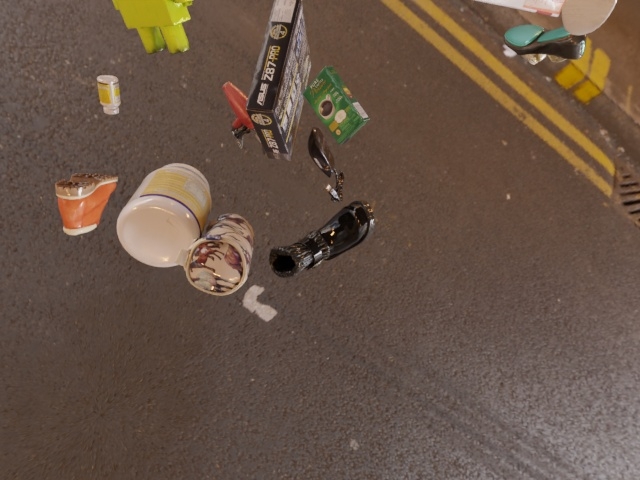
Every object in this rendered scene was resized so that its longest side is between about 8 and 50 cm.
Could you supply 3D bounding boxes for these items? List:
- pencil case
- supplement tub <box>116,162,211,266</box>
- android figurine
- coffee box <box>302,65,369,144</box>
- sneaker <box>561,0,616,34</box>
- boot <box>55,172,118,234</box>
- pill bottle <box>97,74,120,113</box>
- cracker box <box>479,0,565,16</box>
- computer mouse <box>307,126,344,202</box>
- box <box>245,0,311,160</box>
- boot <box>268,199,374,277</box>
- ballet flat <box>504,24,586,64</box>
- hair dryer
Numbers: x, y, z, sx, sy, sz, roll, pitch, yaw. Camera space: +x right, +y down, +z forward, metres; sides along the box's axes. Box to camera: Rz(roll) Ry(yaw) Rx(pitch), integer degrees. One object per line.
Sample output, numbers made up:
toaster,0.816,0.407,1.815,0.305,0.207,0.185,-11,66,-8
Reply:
pencil case,-0.295,0.023,1.297,0.183,0.410,0.160,32,97,-12
supplement tub,-0.489,-0.095,1.401,0.241,0.241,0.331,24,28,-17
android figurine,-0.331,-0.489,0.791,0.056,0.248,0.273,-42,133,-34
coffee box,0.042,-0.372,1.190,0.184,0.113,0.040,54,43,3
sneaker,0.457,-0.453,0.705,0.080,0.212,0.094,16,59,26
boot,-0.375,-0.064,0.698,0.059,0.158,0.085,4,110,-4
pill bottle,-0.711,-0.490,1.453,0.065,0.116,0.065,7,34,-5
cracker box,0.092,-0.252,0.365,0.232,0.067,0.156,-13,42,-33
computer mouse,0.009,-0.248,1.490,0.262,0.060,0.184,56,28,-42
box,-0.118,-0.504,1.386,0.097,0.318,0.395,9,77,9
boot,0.001,0.004,1.431,0.260,0.348,0.131,-15,69,-40
ballet flat,0.622,-0.544,1.212,0.095,0.280,0.096,-36,119,5
hair dryer,-0.305,-0.455,1.635,0.223,0.294,0.080,21,50,31
